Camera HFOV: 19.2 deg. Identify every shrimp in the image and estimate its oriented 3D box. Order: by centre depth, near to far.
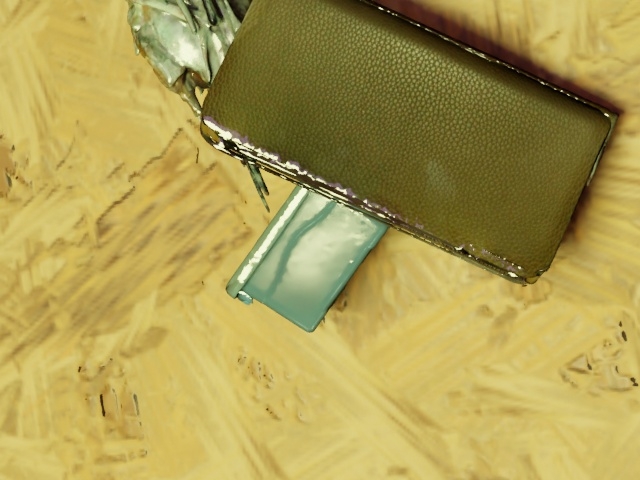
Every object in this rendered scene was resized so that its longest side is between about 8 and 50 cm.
[{"bbox_3d":[-0.071,-0.118,1.033,0.079,0.090,0.232,-23,72,-5],"label":"shrimp"}]

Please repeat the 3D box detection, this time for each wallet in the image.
[{"bbox_3d":[0.045,-0.060,0.981,0.198,0.031,0.110,25,73,1],"label":"wallet"}]

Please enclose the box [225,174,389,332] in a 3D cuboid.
[{"bbox_3d":[0.000,0.000,1.031,0.054,0.074,0.099,37,107,4],"label":"box"}]
